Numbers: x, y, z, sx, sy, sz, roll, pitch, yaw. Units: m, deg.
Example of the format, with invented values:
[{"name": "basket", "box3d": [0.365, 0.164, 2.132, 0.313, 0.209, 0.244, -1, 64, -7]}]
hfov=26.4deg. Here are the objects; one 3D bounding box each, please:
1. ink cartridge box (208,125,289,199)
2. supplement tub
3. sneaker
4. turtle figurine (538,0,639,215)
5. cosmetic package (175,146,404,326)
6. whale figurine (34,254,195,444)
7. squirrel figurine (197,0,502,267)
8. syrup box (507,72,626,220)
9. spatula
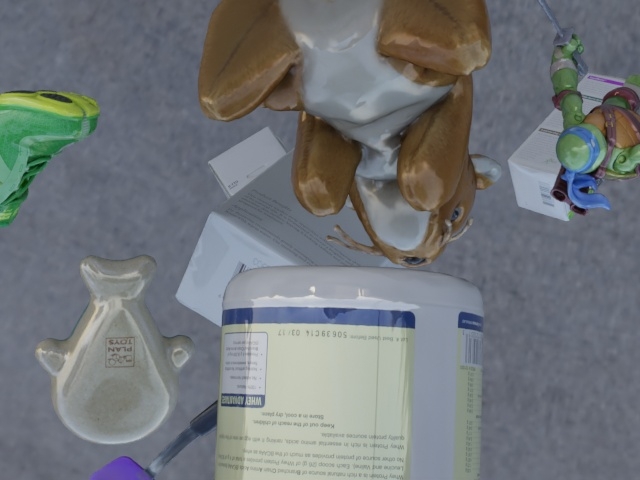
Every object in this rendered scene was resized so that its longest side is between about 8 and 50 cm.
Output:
[{"name": "ink cartridge box", "box3d": [-0.089, -0.079, 2.347, 0.128, 0.127, 0.176, -32, 143, -4]}, {"name": "supplement tub", "box3d": [0.024, 0.193, 1.204, 0.235, 0.325, 0.235, 2, 173, 0]}, {"name": "sneaker", "box3d": [-0.327, -0.080, 1.436, 0.295, 0.123, 0.109, -19, 171, 41]}, {"name": "turtle figurine", "box3d": [0.357, -0.169, 1.507, 0.197, 0.266, 0.275, -2, 93, 32]}, {"name": "cosmetic package", "box3d": [0.000, 0.000, 1.852, 0.217, 0.385, 0.156, 33, 122, 11]}, {"name": "whale figurine", "box3d": [-0.282, 0.141, 1.873, 0.216, 0.141, 0.272, -2, 107, -13]}, {"name": "squirrel figurine", "box3d": [0.070, -0.176, 1.449, 0.281, 0.397, 0.370, -16, 141, 15]}, {"name": "syrup box", "box3d": [0.392, -0.145, 2.066, 0.096, 0.237, 0.093, 20, 143, 39]}, {"name": "spatula", "box3d": [-0.174, 0.254, 1.712, 0.296, 0.030, 0.084, -40, 103, 16]}]
